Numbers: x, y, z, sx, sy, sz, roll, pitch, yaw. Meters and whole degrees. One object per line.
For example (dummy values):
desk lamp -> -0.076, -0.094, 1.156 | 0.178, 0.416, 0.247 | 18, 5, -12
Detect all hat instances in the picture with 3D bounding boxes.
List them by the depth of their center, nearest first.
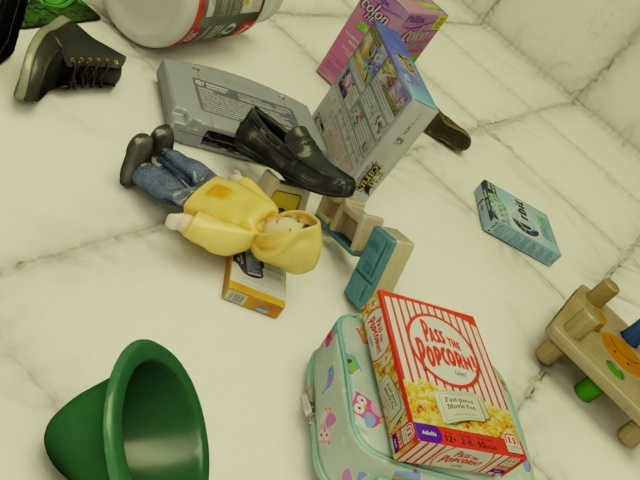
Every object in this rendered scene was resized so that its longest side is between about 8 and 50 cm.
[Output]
hat -> -0.225, 0.188, 0.580 | 0.208, 0.184, 0.173 | 63, 16, -48

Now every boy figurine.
boy figurine -> -0.129, -0.044, 0.854 | 0.285, 0.092, 0.177 | 31, 32, 14

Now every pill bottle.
pill bottle -> -0.224, -0.493, 1.241 | 0.210, 0.210, 0.363 | 41, 34, 7

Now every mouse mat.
mouse mat -> -0.485, -0.410, 1.090 | 0.152, 0.007, 0.190 | 40, 33, 6

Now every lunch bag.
lunch bag -> 0.111, 0.219, 0.770 | 0.279, 0.108, 0.224 | 21, 38, -21

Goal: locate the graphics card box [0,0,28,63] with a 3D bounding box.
graphics card box -> -0.555, -0.404, 0.814 | 0.371, 0.233, 0.094 | 27, 34, -13

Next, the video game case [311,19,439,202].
video game case -> 0.081, -0.219, 1.150 | 0.061, 0.244, 0.269 | 17, 38, -27

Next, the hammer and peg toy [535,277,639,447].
hammer and peg toy -> 0.562, 0.243, 1.132 | 0.361, 0.127, 0.266 | 46, 33, 14

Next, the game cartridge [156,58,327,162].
game cartridge -> -0.136, -0.217, 1.128 | 0.294, 0.060, 0.196 | 12, 44, -33

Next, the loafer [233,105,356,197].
loafer -> -0.038, -0.132, 0.964 | 0.223, 0.078, 0.076 | 32, 21, 27

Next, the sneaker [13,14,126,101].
sneaker -> -0.356, -0.252, 0.943 | 0.118, 0.083, 0.222 | 25, 34, -18

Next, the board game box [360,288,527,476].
board game box -> 0.131, 0.156, 0.723 | 0.147, 0.045, 0.193 | 17, 39, -26

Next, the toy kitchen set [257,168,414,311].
toy kitchen set -> 0.000, 0.000, 0.962 | 0.166, 0.122, 0.207 | 10, 22, -34

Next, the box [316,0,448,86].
box -> 0.144, -0.457, 1.501 | 0.117, 0.243, 0.213 | 46, 34, 14

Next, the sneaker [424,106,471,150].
sneaker -> 0.289, -0.287, 1.602 | 0.188, 0.066, 0.071 | 39, 16, -5

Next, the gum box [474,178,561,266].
gum box -> 0.435, -0.041, 1.438 | 0.184, 0.041, 0.157 | 27, 35, -15

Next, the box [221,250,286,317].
box -> -0.087, 0.038, 0.884 | 0.081, 0.028, 0.136 | 24, 33, -19
